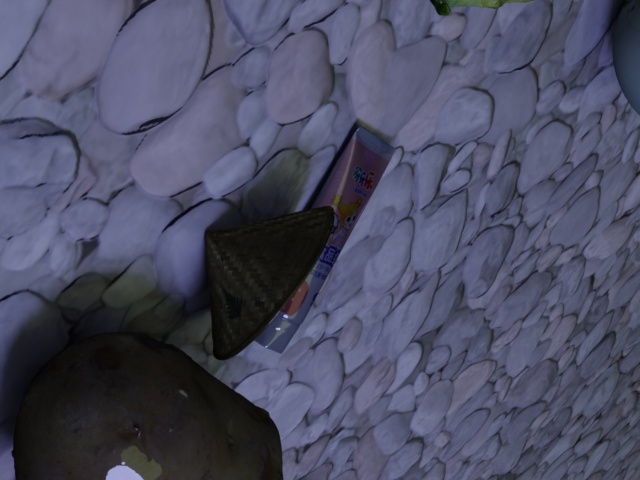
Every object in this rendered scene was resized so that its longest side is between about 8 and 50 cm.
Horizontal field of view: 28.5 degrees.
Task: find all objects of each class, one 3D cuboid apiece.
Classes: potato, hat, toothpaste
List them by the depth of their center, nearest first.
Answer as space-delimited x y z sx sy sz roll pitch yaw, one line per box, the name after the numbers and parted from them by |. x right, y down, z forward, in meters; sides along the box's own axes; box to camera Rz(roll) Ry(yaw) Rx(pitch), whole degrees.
-0.128 0.159 0.921 0.165 0.165 0.262 -53 145 0 | potato
-0.059 0.013 0.950 0.146 0.067 0.146 -49 -167 15 | hat
0.000 0.000 1.039 0.067 0.043 0.194 24 96 -57 | toothpaste

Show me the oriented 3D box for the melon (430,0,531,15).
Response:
0.170 -0.248 0.925 0.323 0.124 0.196 -20 136 -34 | melon

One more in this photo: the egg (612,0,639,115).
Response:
0.383 -0.184 1.233 0.183 0.183 0.264 -58 158 10 | egg
